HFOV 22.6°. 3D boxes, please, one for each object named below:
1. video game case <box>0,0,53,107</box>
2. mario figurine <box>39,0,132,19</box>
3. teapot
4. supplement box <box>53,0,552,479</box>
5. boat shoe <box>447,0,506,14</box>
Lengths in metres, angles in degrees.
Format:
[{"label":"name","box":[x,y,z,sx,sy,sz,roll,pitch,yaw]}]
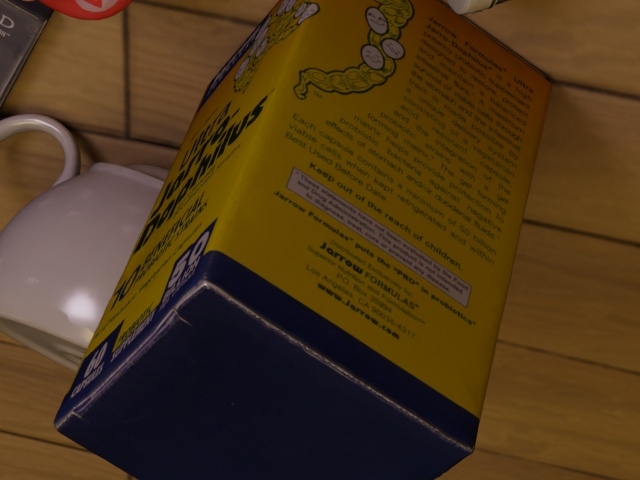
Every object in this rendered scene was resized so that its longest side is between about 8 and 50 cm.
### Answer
[{"label":"video game case","box":[-0.350,-0.143,1.283,0.196,0.026,0.274,30,133,-11]},{"label":"mario figurine","box":[-0.232,-0.267,1.015,0.320,0.170,0.198,49,163,-17]},{"label":"teapot","box":[-0.139,0.018,1.265,0.256,0.187,0.252,34,164,-37]},{"label":"supplement box","box":[0.000,0.000,1.068,0.195,0.356,0.194,34,133,-14]},{"label":"boat shoe","box":[0.105,-0.250,1.005,0.070,0.078,0.219,-18,130,-12]}]
